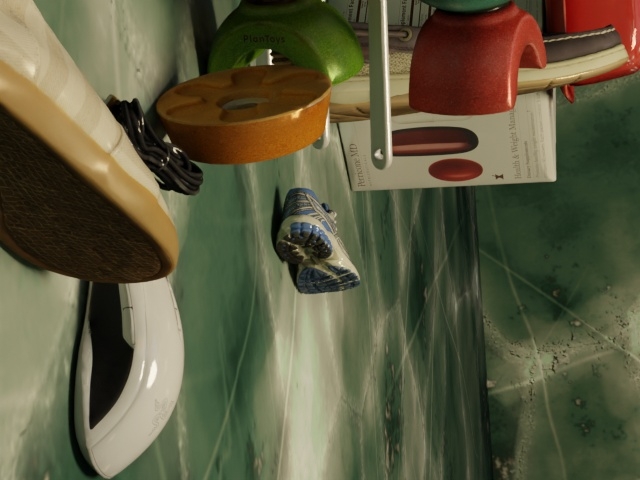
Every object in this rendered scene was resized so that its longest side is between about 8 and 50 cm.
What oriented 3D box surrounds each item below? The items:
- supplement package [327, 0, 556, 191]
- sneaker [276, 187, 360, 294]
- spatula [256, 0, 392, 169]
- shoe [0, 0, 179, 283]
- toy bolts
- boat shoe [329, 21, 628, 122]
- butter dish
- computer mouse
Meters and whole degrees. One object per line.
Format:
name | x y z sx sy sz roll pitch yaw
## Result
supplement package | 0.121 -0.168 1.449 0.194 0.203 0.149 75 17 -44
sneaker | 0.000 0.000 1.191 0.135 0.052 0.058 66 20 -63
spatula | -0.003 -0.170 1.021 0.019 0.168 0.242 -12 105 -42
shoe | -0.106 -0.042 0.591 0.219 0.076 0.058 61 33 -62
toy bolts | 0.012 -0.155 0.865 0.218 0.228 0.158 -56 143 -59
boat shoe | 0.116 -0.160 1.247 0.103 0.285 0.092 177 -96 -85
butter dish | 0.268 -0.209 1.373 0.160 0.118 0.160 -13 101 -79
computer mouse | -0.088 0.025 0.755 0.106 0.042 0.193 64 26 -66
